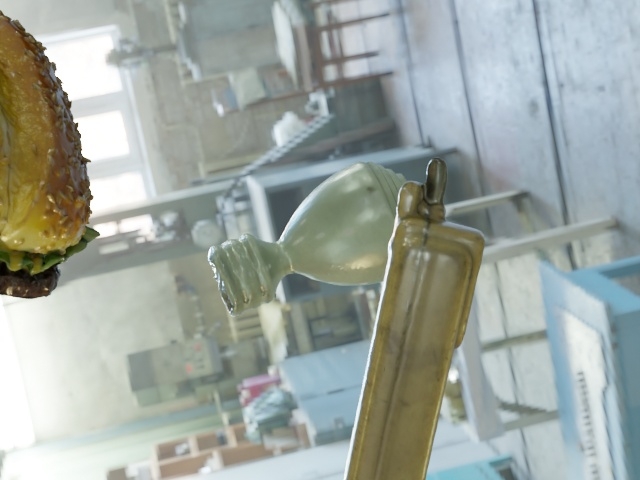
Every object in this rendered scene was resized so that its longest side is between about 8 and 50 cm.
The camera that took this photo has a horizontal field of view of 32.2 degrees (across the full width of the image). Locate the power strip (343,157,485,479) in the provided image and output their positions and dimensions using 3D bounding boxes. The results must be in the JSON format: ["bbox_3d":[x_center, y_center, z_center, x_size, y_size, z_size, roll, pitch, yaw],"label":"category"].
[{"bbox_3d":[0.030,0.113,0.511,0.064,0.044,0.305,17,-96,-85],"label":"power strip"}]

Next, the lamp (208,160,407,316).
[{"bbox_3d":[0.000,0.000,0.948,0.106,0.193,0.106,160,90,-81],"label":"lamp"}]

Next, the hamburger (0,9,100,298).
[{"bbox_3d":[-0.167,-0.054,0.517,0.137,0.087,0.166,20,-142,-46],"label":"hamburger"}]
